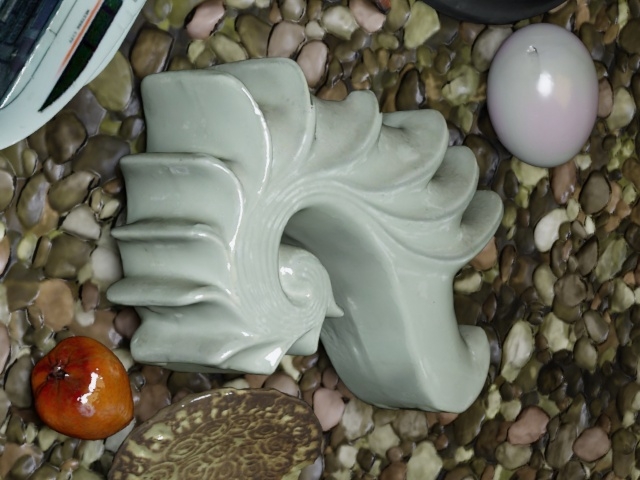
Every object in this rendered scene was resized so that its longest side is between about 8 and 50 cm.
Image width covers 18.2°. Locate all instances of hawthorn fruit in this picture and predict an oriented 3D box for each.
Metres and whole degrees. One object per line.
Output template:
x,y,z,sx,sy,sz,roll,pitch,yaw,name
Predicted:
-0.183,0.123,1.597,0.093,0.081,0.081,39,75,-47,hawthorn fruit

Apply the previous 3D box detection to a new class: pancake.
-0.087,0.186,1.660,0.199,0.021,0.199,-16,140,-14,pancake

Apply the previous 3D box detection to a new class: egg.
0.204,-0.133,1.831,0.103,0.103,0.135,-17,112,-35,egg

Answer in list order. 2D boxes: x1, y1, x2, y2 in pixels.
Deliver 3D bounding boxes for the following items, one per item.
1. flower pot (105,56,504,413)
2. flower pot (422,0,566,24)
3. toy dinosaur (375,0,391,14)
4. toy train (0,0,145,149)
0.000,0.000,1.650,0.367,0.165,0.254,13,80,-41,flower pot
0.239,-0.367,1.720,0.379,0.251,0.379,-8,103,-38,flower pot
0.005,-0.269,1.649,0.279,0.055,0.101,43,42,-44,toy dinosaur
-0.165,-0.223,1.534,0.088,0.086,0.407,40,75,-44,toy train
